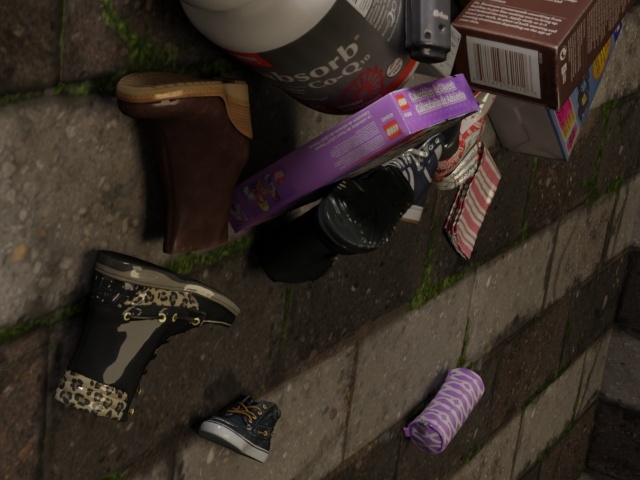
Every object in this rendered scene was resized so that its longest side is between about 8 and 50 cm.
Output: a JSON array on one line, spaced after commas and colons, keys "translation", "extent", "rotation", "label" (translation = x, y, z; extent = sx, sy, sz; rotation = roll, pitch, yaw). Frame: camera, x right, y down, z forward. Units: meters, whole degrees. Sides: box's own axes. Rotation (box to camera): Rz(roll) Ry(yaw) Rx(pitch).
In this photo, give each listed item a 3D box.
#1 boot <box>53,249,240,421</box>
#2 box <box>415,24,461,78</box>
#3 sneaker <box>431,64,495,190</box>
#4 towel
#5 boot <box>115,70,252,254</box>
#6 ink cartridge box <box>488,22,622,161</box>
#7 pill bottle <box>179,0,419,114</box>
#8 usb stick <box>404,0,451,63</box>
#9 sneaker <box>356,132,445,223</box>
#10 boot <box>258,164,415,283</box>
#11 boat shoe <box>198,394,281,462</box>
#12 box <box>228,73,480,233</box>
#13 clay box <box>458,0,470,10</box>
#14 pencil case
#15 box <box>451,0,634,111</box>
[{"translation": [-0.201, 0.120, 1.340], "extent": [0.236, 0.085, 0.179], "rotation": [26, 83, -56], "label": "boot"}, {"translation": [0.111, -0.290, 1.636], "extent": [0.126, 0.137, 0.072], "rotation": [23, 83, -63], "label": "box"}, {"translation": [0.249, -0.213, 1.996], "extent": [0.270, 0.090, 0.145], "rotation": [-59, 154, -25], "label": "sneaker"}, {"translation": [0.298, -0.074, 2.221], "extent": [0.197, 0.029, 0.144], "rotation": [-67, 153, -13], "label": "towel"}, {"translation": [-0.154, -0.083, 1.306], "extent": [0.248, 0.090, 0.207], "rotation": [-11, 112, -64], "label": "boot"}, {"translation": [0.456, -0.391, 2.220], "extent": [0.395, 0.151, 0.270], "rotation": [-67, 152, -16], "label": "ink cartridge box"}, {"translation": [-0.033, -0.287, 1.293], "extent": [0.363, 0.210, 0.210], "rotation": [24, 83, -62], "label": "pill bottle"}, {"translation": [0.122, -0.345, 1.320], "extent": [0.077, 0.045, 0.278], "rotation": [0, 91, -63], "label": "usb stick"}, {"translation": [0.109, -0.114, 1.767], "extent": [0.282, 0.099, 0.153], "rotation": [10, 100, -69], "label": "sneaker"}, {"translation": [0.000, 0.000, 1.511], "extent": [0.094, 0.207, 0.246], "rotation": [55, 28, -1], "label": "boot"}, {"translation": [-0.111, 0.251, 1.608], "extent": [0.183, 0.065, 0.083], "rotation": [51, 57, -65], "label": "boat shoe"}, {"translation": [0.036, -0.111, 1.461], "extent": [0.201, 0.293, 0.057], "rotation": [-25, 88, -56], "label": "box"}, {"translation": [0.300, -0.425, 2.007], "extent": [0.127, 0.053, 0.222], "rotation": [-66, 151, -13], "label": "clay box"}, {"translation": [0.247, 0.336, 2.285], "extent": [0.206, 0.088, 0.086], "rotation": [-41, 131, -45], "label": "pencil case"}, {"translation": [0.388, -0.396, 1.924], "extent": [0.381, 0.191, 0.143], "rotation": [-52, 146, -30], "label": "box"}]
